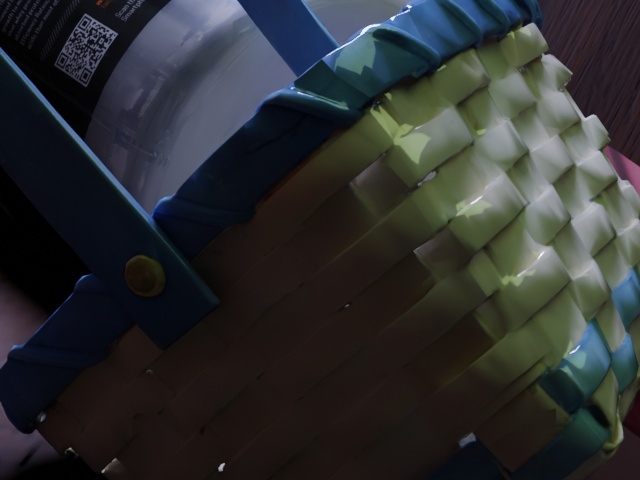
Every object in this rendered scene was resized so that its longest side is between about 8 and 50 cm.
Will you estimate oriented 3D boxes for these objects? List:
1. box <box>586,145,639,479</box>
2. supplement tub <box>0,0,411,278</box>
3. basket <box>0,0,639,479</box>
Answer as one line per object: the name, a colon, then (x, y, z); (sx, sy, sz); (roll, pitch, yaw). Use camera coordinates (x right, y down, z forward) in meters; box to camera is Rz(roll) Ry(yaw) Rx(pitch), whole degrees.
box: (0.155, 0.066, 0.764); (0.232, 0.127, 0.148); (32, 27, -20)
supplement tub: (-0.106, -0.093, 0.875); (0.207, 0.207, 0.338); (19, 12, -48)
basket: (-0.020, -0.023, 0.565); (0.289, 0.201, 0.255); (55, 25, 5)
